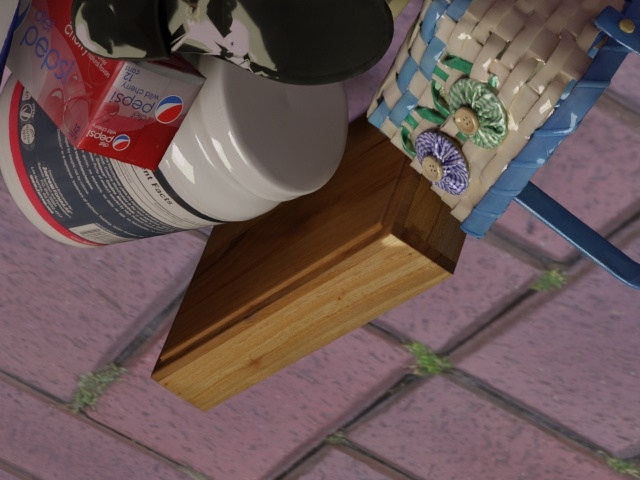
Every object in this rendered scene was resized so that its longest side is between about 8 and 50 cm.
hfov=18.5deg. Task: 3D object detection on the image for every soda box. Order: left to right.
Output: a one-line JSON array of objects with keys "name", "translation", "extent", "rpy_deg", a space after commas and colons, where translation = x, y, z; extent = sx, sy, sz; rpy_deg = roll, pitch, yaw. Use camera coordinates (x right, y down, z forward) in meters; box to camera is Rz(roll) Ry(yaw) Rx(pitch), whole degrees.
[{"name": "soda box", "translation": [-0.203, -0.164, 1.606], "extent": [0.083, 0.092, 0.263], "rpy_deg": [17, -159, -42]}]

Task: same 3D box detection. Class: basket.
[{"name": "basket", "translation": [0.195, -0.094, 1.538], "extent": [0.289, 0.201, 0.255], "rpy_deg": [31, 146, 2]}]

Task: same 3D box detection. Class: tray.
[{"name": "tray", "translation": [0.000, 0.000, 1.782], "extent": [0.076, 0.203, 0.411], "rpy_deg": [33, 145, -18]}]

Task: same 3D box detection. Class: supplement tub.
[{"name": "supplement tub", "translation": [-0.132, -0.102, 1.716], "extent": [0.272, 0.191, 0.191], "rpy_deg": [-10, 137, 38]}]

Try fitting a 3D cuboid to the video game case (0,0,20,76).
[{"name": "video game case", "translation": [-0.347, -0.155, 1.421], "extent": [0.244, 0.061, 0.269], "rpy_deg": [20, 167, -9]}]

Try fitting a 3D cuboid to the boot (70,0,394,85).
[{"name": "boot", "translation": [-0.083, -0.204, 1.531], "extent": [0.263, 0.229, 0.091], "rpy_deg": [5, 112, -8]}]

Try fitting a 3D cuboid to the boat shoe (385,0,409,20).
[{"name": "boat shoe", "translation": [0.053, -0.262, 1.450], "extent": [0.103, 0.113, 0.302], "rpy_deg": [22, 150, -7]}]
